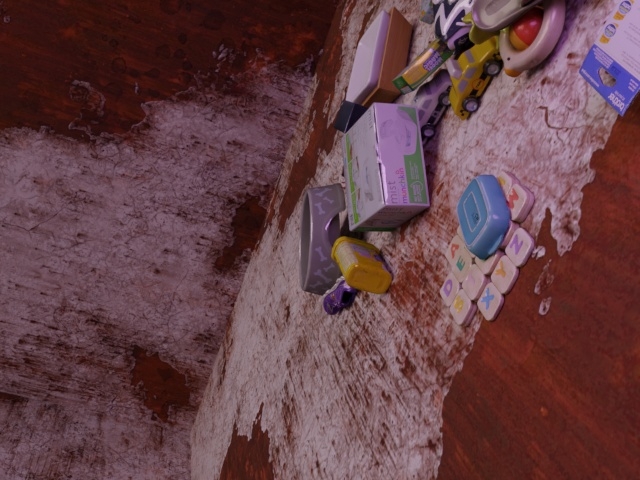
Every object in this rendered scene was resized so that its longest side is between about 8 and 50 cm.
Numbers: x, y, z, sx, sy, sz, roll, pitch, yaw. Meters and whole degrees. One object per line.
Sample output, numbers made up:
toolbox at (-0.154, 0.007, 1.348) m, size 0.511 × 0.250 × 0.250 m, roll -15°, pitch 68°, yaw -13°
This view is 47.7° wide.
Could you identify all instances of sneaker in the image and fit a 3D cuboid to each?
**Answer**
sneaker at (0.337, -0.485, 1.598) m, size 0.235 × 0.094 × 0.153 m, roll 18°, pitch 107°, yaw 41°
sneaker at (0.054, 0.164, 2.035) m, size 0.170 × 0.068 × 0.071 m, roll 120°, pitch 150°, yaw -47°

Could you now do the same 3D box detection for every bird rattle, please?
bird rattle at (0.408, -0.427, 1.375) m, size 0.253 × 0.143 × 0.206 m, roll -30°, pitch 55°, yaw 50°

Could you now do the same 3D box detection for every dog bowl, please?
dog bowl at (0.000, 0.000, 2.162) m, size 0.349 × 0.102 × 0.348 m, roll -178°, pitch 90°, yaw -83°

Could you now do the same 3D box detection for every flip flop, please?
flip flop at (0.359, -0.470, 1.273) m, size 0.277 × 0.080 × 0.112 m, roll -34°, pitch 67°, yaw 48°

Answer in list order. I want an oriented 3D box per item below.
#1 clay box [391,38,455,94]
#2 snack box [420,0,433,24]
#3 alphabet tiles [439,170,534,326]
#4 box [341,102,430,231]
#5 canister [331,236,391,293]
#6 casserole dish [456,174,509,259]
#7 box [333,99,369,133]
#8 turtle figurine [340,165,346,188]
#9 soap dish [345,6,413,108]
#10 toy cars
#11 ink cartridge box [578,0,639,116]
clay box at (0.279, -0.449, 1.750) m, size 0.222 × 0.053 × 0.127 m, roll -42°, pitch 8°, yaw 1°
snack box at (0.324, -0.699, 2.051) m, size 0.100 × 0.037 × 0.141 m, roll 129°, pitch 154°, yaw -58°
alphabet tiles at (0.306, 0.016, 1.359) m, size 0.278 × 0.021 × 0.284 m, roll -105°, pitch 34°, yaw -64°
box at (0.152, -0.175, 1.795) m, size 0.231 × 0.127 × 0.261 m, roll 141°, pitch 127°, yaw -65°
canister at (0.104, 0.063, 1.840) m, size 0.170 × 0.126 × 0.073 m, roll -113°, pitch 42°, yaw -65°
casserole dish at (0.297, -0.049, 1.351) m, size 0.188 × 0.037 × 0.114 m, roll -93°, pitch 24°, yaw -50°
box at (0.138, -0.336, 2.091) m, size 0.156 × 0.158 × 0.093 m, roll -125°, pitch 54°, yaw -72°
turtle figurine at (0.121, -0.203, 2.108) m, size 0.234 × 0.118 × 0.175 m, roll -114°, pitch 48°, yaw -80°
soap dish at (0.181, -0.533, 2.231) m, size 0.229 × 0.118 × 0.290 m, roll 141°, pitch 143°, yaw -65°
toy cars at (0.291, -0.353, 1.689) m, size 0.394 × 0.087 × 0.176 m, roll 154°, pitch 131°, yaw -71°
ink cartridge box at (0.489, -0.331, 0.996) m, size 0.185 × 0.065 × 0.311 m, roll -97°, pitch 30°, yaw -57°
